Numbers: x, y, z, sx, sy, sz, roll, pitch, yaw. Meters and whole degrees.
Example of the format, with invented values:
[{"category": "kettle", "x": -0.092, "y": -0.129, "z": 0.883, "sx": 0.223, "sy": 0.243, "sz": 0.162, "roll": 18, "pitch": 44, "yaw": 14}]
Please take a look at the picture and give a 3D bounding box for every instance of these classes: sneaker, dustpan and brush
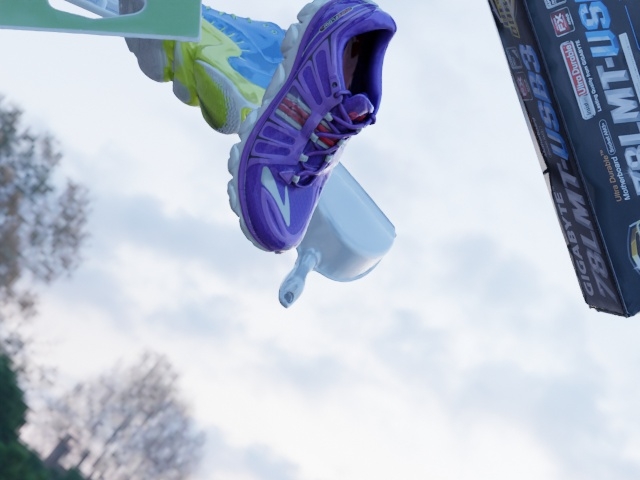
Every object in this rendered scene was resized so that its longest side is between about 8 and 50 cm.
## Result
[{"category": "sneaker", "x": -0.107, "y": -0.196, "z": 1.308, "sx": 0.240, "sy": 0.126, "sz": 0.091, "roll": 50, "pitch": -38, "yaw": 30}, {"category": "sneaker", "x": -0.003, "y": -0.071, "z": 0.788, "sx": 0.068, "sy": 0.169, "sz": 0.071, "roll": 17, "pitch": 3, "yaw": -43}, {"category": "dustpan and brush", "x": 0.000, "y": 0.000, "z": 1.250, "sx": 0.060, "sy": 0.211, "sz": 0.147, "roll": -35, "pitch": -74, "yaw": 23}]

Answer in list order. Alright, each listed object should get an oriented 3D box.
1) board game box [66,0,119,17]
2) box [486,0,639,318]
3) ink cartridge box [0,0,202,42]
[{"category": "board game box", "x": -0.270, "y": -0.341, "z": 1.831, "sx": 0.390, "sy": 0.050, "sz": 0.390, "roll": 20, "pitch": 9, "yaw": -26}, {"category": "box", "x": 0.288, "y": -0.132, "z": 0.932, "sx": 0.073, "sy": 0.293, "sz": 0.295, "roll": -164, "pitch": -128, "yaw": -75}, {"category": "ink cartridge box", "x": -0.177, "y": -0.249, "z": 1.050, "sx": 0.171, "sy": 0.235, "sz": 0.056, "roll": 3, "pitch": -26, "yaw": -6}]
